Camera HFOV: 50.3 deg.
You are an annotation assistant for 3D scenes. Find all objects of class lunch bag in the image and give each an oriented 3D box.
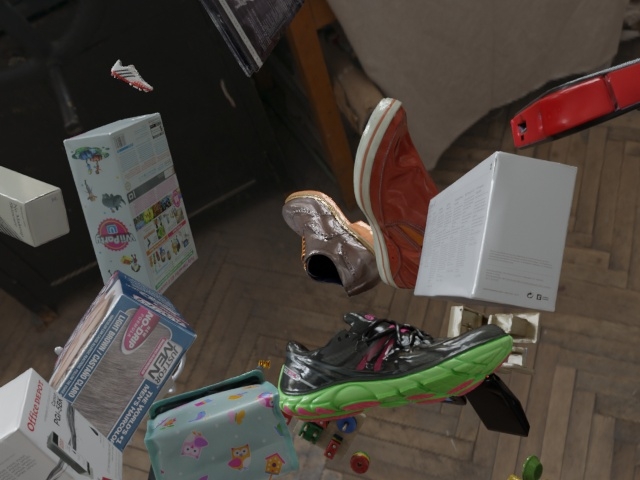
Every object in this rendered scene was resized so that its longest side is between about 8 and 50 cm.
[{"bbox_3d":[-0.171,0.323,1.139,0.223,0.262,0.160,-17,92,-12],"label":"lunch bag"}]

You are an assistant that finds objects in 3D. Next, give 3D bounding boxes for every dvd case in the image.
[{"bbox_3d":[-0.090,-0.309,0.791,0.018,0.165,0.221,-17,32,27],"label":"dvd case"}]

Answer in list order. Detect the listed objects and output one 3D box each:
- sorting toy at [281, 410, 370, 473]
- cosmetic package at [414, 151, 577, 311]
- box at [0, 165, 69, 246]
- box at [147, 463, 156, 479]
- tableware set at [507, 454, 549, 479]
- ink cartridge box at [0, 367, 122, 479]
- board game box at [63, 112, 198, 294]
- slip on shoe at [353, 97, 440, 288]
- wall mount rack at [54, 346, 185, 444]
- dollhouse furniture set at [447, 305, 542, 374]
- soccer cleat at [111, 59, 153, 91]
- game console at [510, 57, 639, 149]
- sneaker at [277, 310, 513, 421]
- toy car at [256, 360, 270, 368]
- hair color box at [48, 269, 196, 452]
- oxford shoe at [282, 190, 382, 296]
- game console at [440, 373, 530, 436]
[{"bbox_3d":[0.009,0.425,1.569,0.274,0.046,0.132,29,109,7],"label":"sorting toy"},{"bbox_3d":[0.129,0.003,0.551,0.060,0.239,0.099,9,86,0],"label":"cosmetic package"},{"bbox_3d":[-0.689,-0.083,1.520,0.275,0.113,0.094,17,33,33],"label":"box"},{"bbox_3d":[-0.243,0.483,1.337,0.180,0.078,0.147,-9,11,-6],"label":"box"},{"bbox_3d":[0.273,0.363,0.900,0.104,0.154,0.024,-35,28,-31],"label":"tableware set"},{"bbox_3d":[-0.241,0.196,0.611,0.056,0.135,0.099,-35,27,-1],"label":"ink cartridge box"},{"bbox_3d":[-0.338,-0.063,1.255,0.097,0.304,0.224,-8,17,13],"label":"board game box"},{"bbox_3d":[0.117,-0.047,0.883,0.101,0.331,0.123,12,54,26],"label":"slip on shoe"},{"bbox_3d":[-0.506,0.339,1.751,0.130,0.304,0.350,-1,29,27],"label":"wall mount rack"},{"bbox_3d":[0.464,0.227,1.709,0.242,0.160,0.212,-12,62,56],"label":"dollhouse furniture set"},{"bbox_3d":[-0.343,-0.301,1.250,0.083,0.029,0.036,26,93,2],"label":"soccer cleat"},{"bbox_3d":[0.424,-0.196,0.855,0.341,0.386,0.060,-17,93,10],"label":"game console"},{"bbox_3d":[0.130,0.222,1.336,0.482,0.185,0.202,-13,65,15],"label":"sneaker"},{"bbox_3d":[-0.161,0.372,1.756,0.040,0.060,0.122,11,62,-12],"label":"toy car"},{"bbox_3d":[-0.276,0.147,0.920,0.105,0.347,0.174,34,82,-16],"label":"hair color box"},{"bbox_3d":[0.000,0.000,1.392,0.132,0.130,0.363,-35,35,-16],"label":"oxford shoe"},{"bbox_3d":[0.358,0.410,1.780,0.361,0.213,0.044,-4,38,48],"label":"game console"}]
